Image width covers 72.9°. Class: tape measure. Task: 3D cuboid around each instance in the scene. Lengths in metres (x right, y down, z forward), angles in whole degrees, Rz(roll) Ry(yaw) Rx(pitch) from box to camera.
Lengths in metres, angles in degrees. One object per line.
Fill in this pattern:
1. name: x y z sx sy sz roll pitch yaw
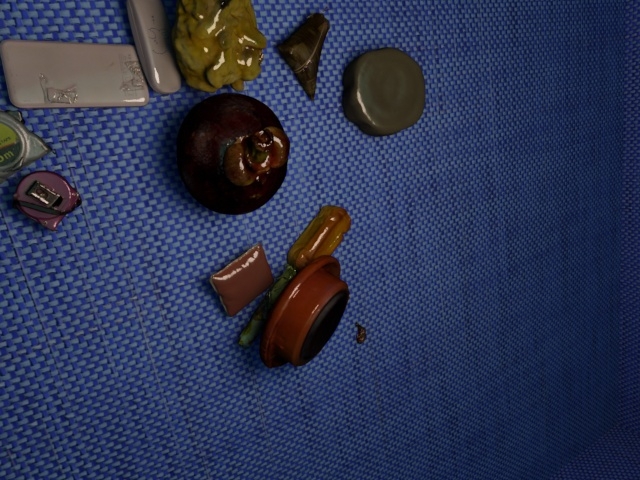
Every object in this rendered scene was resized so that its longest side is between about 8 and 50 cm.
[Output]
1. tape measure: -0.745 -0.150 0.892 0.330 0.084 0.164 -39 113 -20
2. tape measure: -0.617 -0.095 0.981 0.125 0.074 0.118 36 80 -31

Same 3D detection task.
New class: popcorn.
1. popcorn: -0.249 -0.500 1.043 0.252 0.215 0.287 4 100 -62

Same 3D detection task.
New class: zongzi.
1. zongzi: -0.013 -0.534 1.249 0.187 0.084 0.184 -52 133 -17

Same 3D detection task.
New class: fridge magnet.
1. fridge magnet: -0.040 0.210 1.239 0.363 0.155 0.364 -48 156 -30

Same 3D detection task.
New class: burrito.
1. burrito: -0.159 0.197 1.257 0.054 0.104 0.288 35 91 0

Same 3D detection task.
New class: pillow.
1. pillow: -0.221 0.110 1.231 0.179 0.075 0.171 -39 136 -27

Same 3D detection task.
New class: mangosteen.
1. mangosteen: -0.200 -0.212 1.074 0.297 0.293 0.297 -1 90 -71

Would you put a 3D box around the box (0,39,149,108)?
1. box: -0.549 -0.376 0.989 0.285 0.044 0.142 -10 101 -27

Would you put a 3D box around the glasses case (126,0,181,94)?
1. glasses case: -0.395 -0.472 1.036 0.092 0.059 0.234 -31 115 -56

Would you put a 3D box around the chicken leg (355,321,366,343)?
1. chicken leg: 0.141 0.322 1.511 0.036 0.021 0.083 -8 102 -18

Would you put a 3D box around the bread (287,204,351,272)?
1. bread: 0.000 0.000 1.337 0.245 0.094 0.102 -52 124 -12

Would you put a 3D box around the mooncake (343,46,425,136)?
1. mooncake: 0.191 -0.454 1.340 0.274 0.135 0.275 -4 100 -25
